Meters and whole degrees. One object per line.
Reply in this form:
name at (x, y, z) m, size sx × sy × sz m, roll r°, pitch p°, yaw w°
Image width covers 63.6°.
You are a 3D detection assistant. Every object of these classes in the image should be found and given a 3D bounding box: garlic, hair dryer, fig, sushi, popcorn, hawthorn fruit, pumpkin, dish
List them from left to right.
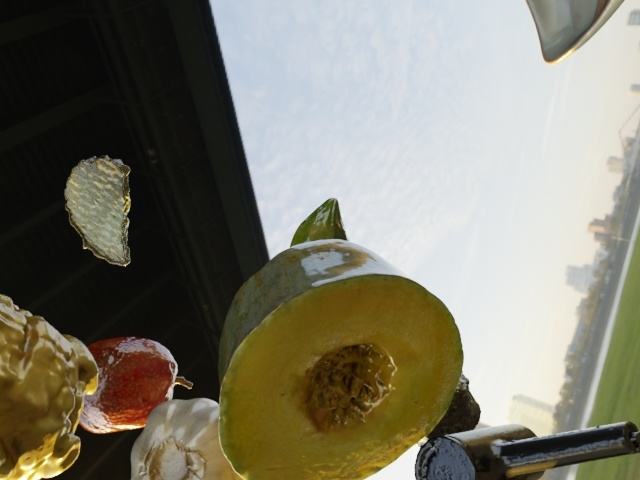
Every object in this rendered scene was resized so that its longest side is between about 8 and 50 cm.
popcorn at (-0.252, 0.120, 0.370) m, size 0.164 × 0.140 × 0.194 m, roll -11°, pitch -52°, yaw -15°
hawthorn fruit at (-0.401, 0.309, 1.116) m, size 0.253 × 0.205 × 0.205 m, roll 12°, pitch -87°, yaw -40°
garlic at (-0.176, 0.349, 0.837) m, size 0.226 × 0.199 × 0.199 m, roll 34°, pitch -107°, yaw -62°
fig at (-0.004, 0.011, 1.378) m, size 0.167 × 0.167 × 0.233 m, roll -23°, pitch -63°, yaw -54°
pumpkin at (0.003, 0.159, 0.719) m, size 0.333 × 0.199 × 0.332 m, roll -8°, pitch -67°, yaw -20°
sushi at (0.237, 0.354, 1.250) m, size 0.350 × 0.211 × 0.170 m, roll -129°, pitch 14°, yaw -80°
hair dryer at (0.275, 0.271, 0.648) m, size 0.197 × 0.251 × 0.089 m, roll 11°, pitch -121°, yaw -40°
dish at (0.248, -0.308, 0.513) m, size 0.151 × 0.077 × 0.212 m, roll 94°, pitch 157°, yaw -77°

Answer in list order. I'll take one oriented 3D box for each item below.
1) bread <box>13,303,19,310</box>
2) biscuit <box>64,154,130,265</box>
bread at (-0.660, 0.182, 1.001) m, size 0.160 × 0.073 × 0.160 m, roll 20°, pitch -90°, yaw -83°
biscuit at (-0.530, -0.082, 1.230) m, size 0.036 × 0.187 × 0.273 m, roll -47°, pitch -28°, yaw -60°
